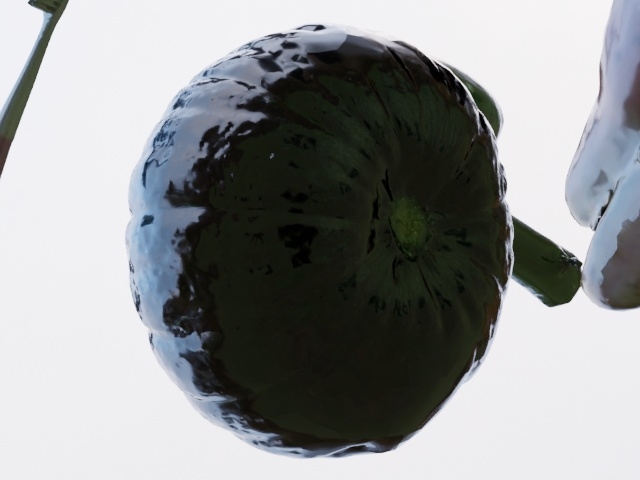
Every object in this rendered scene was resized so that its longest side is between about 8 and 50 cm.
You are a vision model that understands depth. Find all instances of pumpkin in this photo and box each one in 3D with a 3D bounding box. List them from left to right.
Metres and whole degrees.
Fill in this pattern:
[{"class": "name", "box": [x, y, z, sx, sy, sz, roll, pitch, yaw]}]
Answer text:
[{"class": "pumpkin", "box": [0.000, 0.000, 0.875, 0.202, 0.140, 0.202, 6, -99, -41]}]

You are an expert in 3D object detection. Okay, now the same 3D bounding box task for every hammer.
[{"class": "hammer", "box": [0.130, -0.014, 1.636, 0.335, 0.119, 0.206, 30, -87, -42]}]

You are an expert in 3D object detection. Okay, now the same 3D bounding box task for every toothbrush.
[{"class": "toothbrush", "box": [-0.196, -0.041, 1.126, 0.025, 0.020, 0.286, 21, -94, -49]}]

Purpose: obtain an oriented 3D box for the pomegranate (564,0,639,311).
[{"class": "pomegranate", "box": [0.131, -0.076, 0.371, 0.214, 0.214, 0.248, 6, -49, -40]}]
